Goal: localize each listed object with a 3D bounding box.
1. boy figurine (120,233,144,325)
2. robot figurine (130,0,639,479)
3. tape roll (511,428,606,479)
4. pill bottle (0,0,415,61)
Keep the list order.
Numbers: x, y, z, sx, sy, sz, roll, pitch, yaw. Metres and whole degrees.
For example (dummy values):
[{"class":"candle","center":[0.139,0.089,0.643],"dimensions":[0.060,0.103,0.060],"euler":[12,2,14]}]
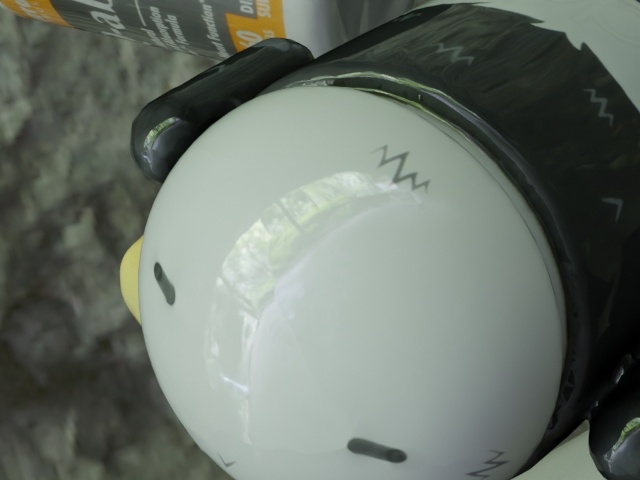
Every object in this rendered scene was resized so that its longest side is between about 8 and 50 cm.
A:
[{"class":"boy figurine","center":[0.000,0.000,1.069],"dimensions":[0.285,0.177,0.092],"euler":[-27,-79,30]},{"class":"robot figurine","center":[0.054,-0.002,0.763],"dimensions":[0.278,0.209,0.173],"euler":[-33,-70,-48]},{"class":"tape roll","center":[0.198,0.192,0.957],"dimensions":[0.169,0.246,0.246],"euler":[-33,-41,20]},{"class":"pill bottle","center":[-0.092,-0.183,1.034],"dimensions":[0.278,0.162,0.162],"euler":[13,-37,20]}]
